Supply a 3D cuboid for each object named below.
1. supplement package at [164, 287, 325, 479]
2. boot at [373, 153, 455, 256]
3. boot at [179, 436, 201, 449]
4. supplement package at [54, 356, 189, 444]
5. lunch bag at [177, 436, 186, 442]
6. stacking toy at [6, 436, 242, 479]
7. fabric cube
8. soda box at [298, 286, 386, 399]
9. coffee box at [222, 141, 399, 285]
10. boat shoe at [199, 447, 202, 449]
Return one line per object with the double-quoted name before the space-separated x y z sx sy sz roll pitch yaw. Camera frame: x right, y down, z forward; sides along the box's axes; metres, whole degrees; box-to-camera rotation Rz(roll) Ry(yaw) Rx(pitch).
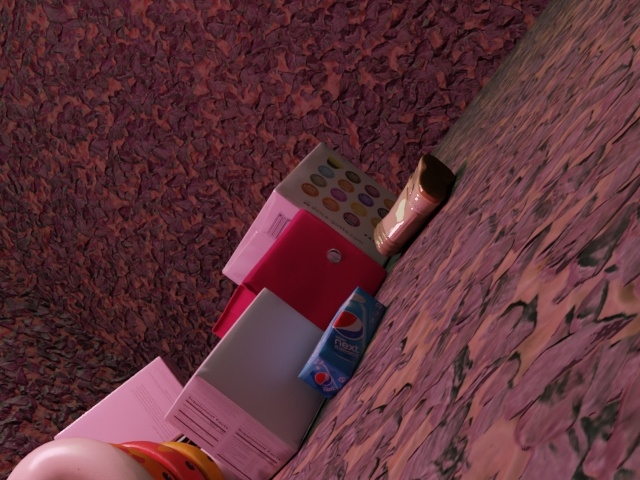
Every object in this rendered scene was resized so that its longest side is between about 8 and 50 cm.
"supplement package" -0.103 0.250 1.273 0.145 0.204 0.262 -53 0 36
"boot" 0.217 -0.082 1.706 0.203 0.095 0.262 -55 4 29
"boot" -0.320 0.518 1.689 0.264 0.096 0.280 -35 -8 -33
"supplement package" -0.428 0.430 1.703 0.293 0.177 0.175 -37 -7 -9
"lunch bag" -0.332 0.600 1.926 0.262 0.160 0.223 -22 22 52
"stacking toy" -0.283 0.463 1.281 0.351 0.350 0.480 -53 -15 15
"fabric cube" -0.050 0.137 1.660 0.258 0.254 0.259 -53 0 -38
"soda box" 0.041 0.171 1.254 0.071 0.067 0.210 -53 1 36
"coffee box" 0.000 0.000 2.023 0.338 0.337 0.334 -54 -1 37
"boat shoe" -0.247 0.515 1.642 0.302 0.109 0.094 -56 14 18
